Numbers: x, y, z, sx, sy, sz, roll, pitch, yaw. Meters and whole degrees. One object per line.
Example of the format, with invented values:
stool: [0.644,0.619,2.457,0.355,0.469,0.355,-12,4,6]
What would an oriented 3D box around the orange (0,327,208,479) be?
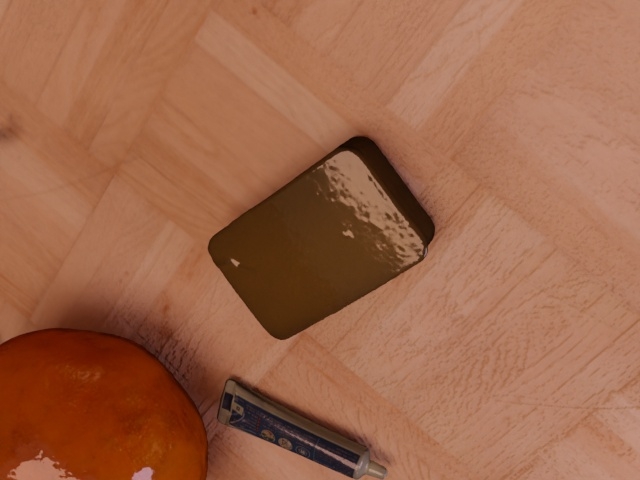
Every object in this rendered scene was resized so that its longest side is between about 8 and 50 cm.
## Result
orange: [-0.259,0.229,1.008,0.284,0.226,0.283,11,124,16]

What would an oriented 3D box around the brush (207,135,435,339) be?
brush: [0.000,0.000,0.873,0.197,0.059,0.123,-33,95,32]

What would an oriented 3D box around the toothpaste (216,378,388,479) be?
toothpaste: [-0.020,0.206,0.999,0.197,0.035,0.057,22,113,16]
